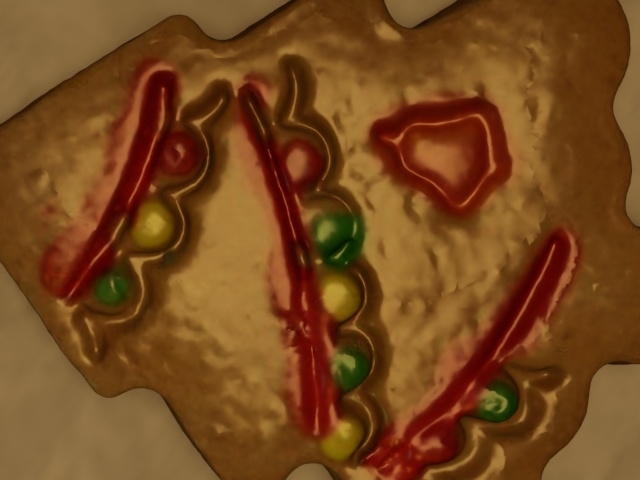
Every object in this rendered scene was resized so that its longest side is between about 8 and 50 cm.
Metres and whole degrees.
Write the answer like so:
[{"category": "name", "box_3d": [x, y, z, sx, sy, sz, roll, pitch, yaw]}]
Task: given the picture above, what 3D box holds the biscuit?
[{"category": "biscuit", "box_3d": [0.000, 0.000, 0.579, 0.239, 0.041, 0.212, 11, 93, -8]}]
